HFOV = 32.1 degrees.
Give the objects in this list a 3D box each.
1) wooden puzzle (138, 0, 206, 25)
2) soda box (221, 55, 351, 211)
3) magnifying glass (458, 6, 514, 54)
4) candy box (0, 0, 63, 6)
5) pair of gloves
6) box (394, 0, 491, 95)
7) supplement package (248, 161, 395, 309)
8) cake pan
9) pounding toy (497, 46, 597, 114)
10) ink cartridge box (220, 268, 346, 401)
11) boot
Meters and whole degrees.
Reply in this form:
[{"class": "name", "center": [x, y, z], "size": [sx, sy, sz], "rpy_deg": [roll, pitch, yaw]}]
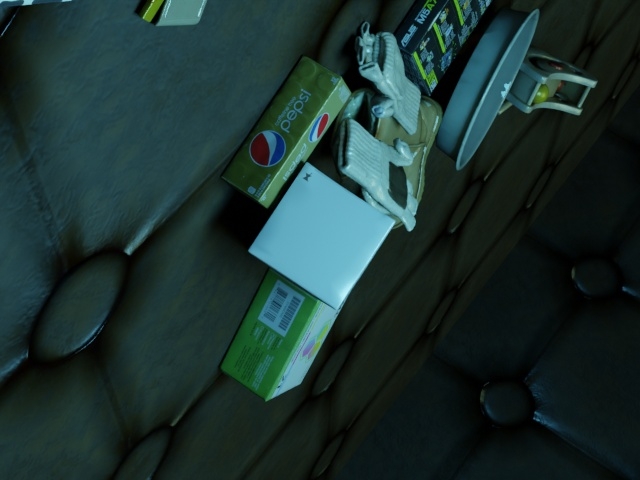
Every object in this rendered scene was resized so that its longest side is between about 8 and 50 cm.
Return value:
[{"class": "wooden puzzle", "center": [-0.125, -0.233, 1.042], "size": [0.079, 0.014, 0.116], "rpy_deg": [-58, 162, 18]}, {"class": "soda box", "center": [-0.040, -0.130, 1.355], "size": [0.181, 0.061, 0.058], "rpy_deg": [-56, 162, -3]}, {"class": "magnifying glass", "center": [0.281, -0.345, 1.893], "size": [0.231, 0.026, 0.092], "rpy_deg": [-28, 146, -55]}, {"class": "candy box", "center": [-0.171, -0.257, 0.783], "size": [0.196, 0.070, 0.165], "rpy_deg": [-27, 145, -57]}, {"class": "pair of gloves", "center": [0.091, -0.154, 1.474], "size": [0.204, 0.042, 0.240], "rpy_deg": [47, 45, -53]}, {"class": "box", "center": [0.183, -0.325, 1.643], "size": [0.184, 0.045, 0.190], "rpy_deg": [-55, 163, 0]}, {"class": "supplement package", "center": [0.000, 0.000, 1.461], "size": [0.134, 0.139, 0.244], "rpy_deg": [-57, 178, -2]}, {"class": "cake pan", "center": [0.273, -0.257, 1.842], "size": [0.293, 0.054, 0.293], "rpy_deg": [-58, 169, -19]}, {"class": "pounding toy", "center": [0.435, -0.281, 2.193], "size": [0.269, 0.154, 0.155], "rpy_deg": [-26, 144, -58]}, {"class": "ink cartridge box", "center": [-0.027, 0.129, 1.769], "size": [0.189, 0.097, 0.255], "rpy_deg": [-63, 161, 16]}, {"class": "boot", "center": [0.083, -0.118, 1.671], "size": [0.269, 0.089, 0.236], "rpy_deg": [-17, 124, -65]}]
